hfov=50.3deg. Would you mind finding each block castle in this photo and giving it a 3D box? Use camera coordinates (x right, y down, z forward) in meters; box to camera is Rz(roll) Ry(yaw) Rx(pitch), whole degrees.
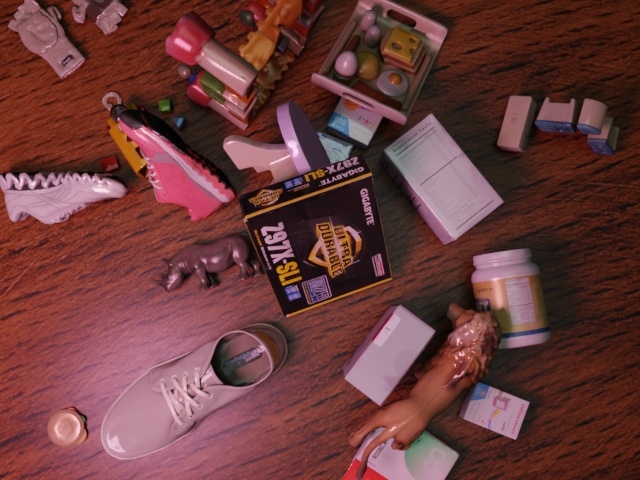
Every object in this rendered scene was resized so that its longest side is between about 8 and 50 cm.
[{"bbox_3d":[-0.160,-0.419,1.358,0.213,0.453,0.303,35,87,-4],"label":"block castle"}]

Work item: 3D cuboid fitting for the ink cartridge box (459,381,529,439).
[{"bbox_3d":[0.377,0.365,1.477,0.123,0.052,0.088,21,85,1],"label":"ink cartridge box"}]

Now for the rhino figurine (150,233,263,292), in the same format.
[{"bbox_3d":[-0.256,0.056,1.500,0.244,0.073,0.106,-14,89,0],"label":"rhino figurine"}]

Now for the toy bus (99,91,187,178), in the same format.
[{"bbox_3d":[-0.414,-0.240,1.513,0.202,0.104,0.190,10,84,1],"label":"toy bus"}]

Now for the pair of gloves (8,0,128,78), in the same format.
[{"bbox_3d":[-0.579,-0.518,1.573,0.204,0.042,0.240,42,88,0],"label":"pair of gloves"}]

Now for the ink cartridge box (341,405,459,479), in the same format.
[{"bbox_3d":[0.162,0.500,1.466,0.181,0.056,0.224,33,84,3],"label":"ink cartridge box"}]

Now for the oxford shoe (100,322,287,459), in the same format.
[{"bbox_3d":[-0.276,0.316,1.449,0.450,0.130,0.169,-30,87,-1],"label":"oxford shoe"}]

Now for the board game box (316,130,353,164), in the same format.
[{"bbox_3d":[0.017,-0.191,1.548,0.090,0.020,0.090,22,87,3],"label":"board game box"}]

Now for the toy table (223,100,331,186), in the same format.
[{"bbox_3d":[-0.075,-0.147,1.436,0.161,0.252,0.274,-20,118,16],"label":"toy table"}]

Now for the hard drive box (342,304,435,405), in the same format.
[{"bbox_3d":[0.135,0.227,1.401,0.089,0.232,0.181,37,85,3],"label":"hard drive box"}]

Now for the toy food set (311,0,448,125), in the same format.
[{"bbox_3d":[0.136,-0.408,1.489,0.220,0.092,0.306,25,60,2],"label":"toy food set"}]

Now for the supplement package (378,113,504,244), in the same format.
[{"bbox_3d":[0.256,-0.130,1.483,0.139,0.134,0.244,-37,86,-3],"label":"supplement package"}]

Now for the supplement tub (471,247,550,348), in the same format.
[{"bbox_3d":[0.402,0.124,1.454,0.145,0.144,0.199,-8,84,0],"label":"supplement tub"}]

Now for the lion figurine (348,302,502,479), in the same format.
[{"bbox_3d":[0.214,0.308,1.360,0.142,0.240,0.392,38,63,6],"label":"lion figurine"}]

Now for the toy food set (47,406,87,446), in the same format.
[{"bbox_3d":[-0.556,0.409,1.494,0.083,0.020,0.082,-11,84,0],"label":"toy food set"}]

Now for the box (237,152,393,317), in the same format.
[{"bbox_3d":[0.000,0.000,1.392,0.257,0.322,0.079,-18,47,-2],"label":"box"}]

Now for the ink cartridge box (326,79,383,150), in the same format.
[{"bbox_3d":[0.099,-0.308,1.538,0.104,0.061,0.181,26,85,2],"label":"ink cartridge box"}]

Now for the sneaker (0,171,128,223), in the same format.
[{"bbox_3d":[-0.562,-0.096,1.506,0.292,0.110,0.118,0,94,10],"label":"sneaker"}]

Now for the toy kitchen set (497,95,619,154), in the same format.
[{"bbox_3d":[0.535,-0.232,1.530,0.207,0.166,0.122,13,83,38],"label":"toy kitchen set"}]

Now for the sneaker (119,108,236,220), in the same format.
[{"bbox_3d":[-0.318,-0.143,1.435,0.136,0.116,0.314,-43,130,7],"label":"sneaker"}]
